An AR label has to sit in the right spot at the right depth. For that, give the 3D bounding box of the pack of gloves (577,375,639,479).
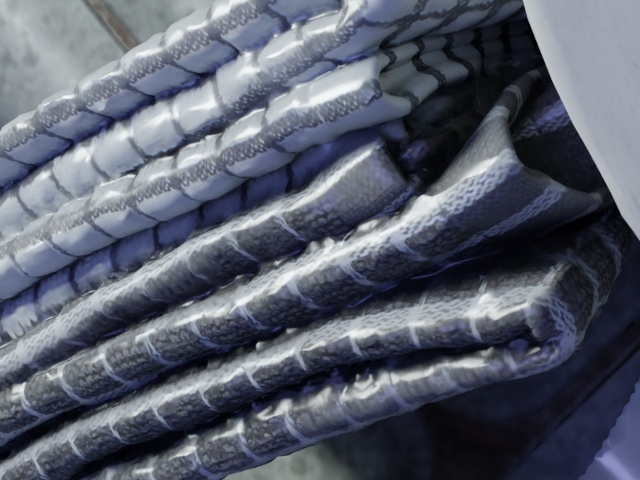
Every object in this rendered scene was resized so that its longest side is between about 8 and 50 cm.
[{"bbox_3d":[0.201,0.095,0.575,0.232,0.046,0.195,36,115,24],"label":"pack of gloves"}]

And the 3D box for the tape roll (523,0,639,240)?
[{"bbox_3d":[0.227,-0.098,0.354,0.392,0.072,0.392,10,123,15],"label":"tape roll"}]

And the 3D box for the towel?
[{"bbox_3d":[0.000,0.000,0.581,0.283,0.235,0.121,-26,86,34],"label":"towel"}]
